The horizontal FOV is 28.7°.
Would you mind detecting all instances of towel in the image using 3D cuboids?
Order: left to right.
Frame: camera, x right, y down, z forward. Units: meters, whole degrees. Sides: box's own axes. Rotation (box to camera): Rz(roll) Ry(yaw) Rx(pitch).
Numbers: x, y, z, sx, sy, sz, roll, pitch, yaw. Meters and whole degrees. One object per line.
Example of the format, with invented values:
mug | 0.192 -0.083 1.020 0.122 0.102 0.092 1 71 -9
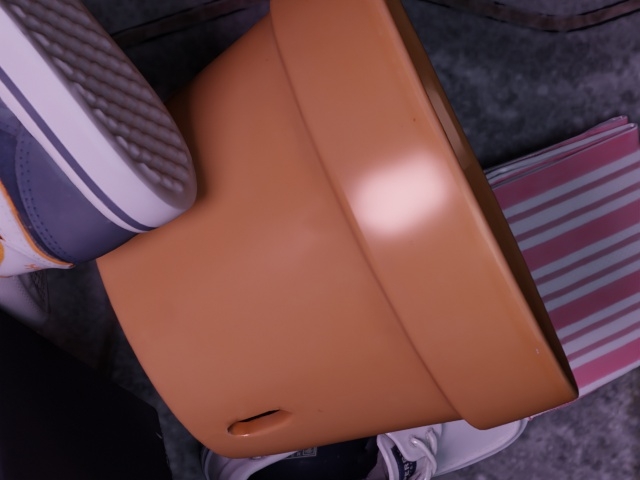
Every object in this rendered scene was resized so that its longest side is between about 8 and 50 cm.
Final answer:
towel | 0.189 0.021 0.925 0.144 0.029 0.197 -22 109 -16

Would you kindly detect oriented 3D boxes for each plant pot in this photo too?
plant pot | 0.000 0.000 0.738 0.203 0.291 0.291 -26 119 10

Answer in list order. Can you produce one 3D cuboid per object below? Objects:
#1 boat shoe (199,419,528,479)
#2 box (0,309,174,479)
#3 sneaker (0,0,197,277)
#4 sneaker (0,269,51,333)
boat shoe | 0.045 0.156 0.911 0.258 0.084 0.095 -11 114 -16
box | -0.234 0.264 0.677 0.343 0.312 0.179 -38 132 10
sneaker | -0.198 -0.117 0.582 0.127 0.126 0.321 -28 105 19
sneaker | -0.173 -0.071 0.725 0.115 0.105 0.281 -8 113 -17
